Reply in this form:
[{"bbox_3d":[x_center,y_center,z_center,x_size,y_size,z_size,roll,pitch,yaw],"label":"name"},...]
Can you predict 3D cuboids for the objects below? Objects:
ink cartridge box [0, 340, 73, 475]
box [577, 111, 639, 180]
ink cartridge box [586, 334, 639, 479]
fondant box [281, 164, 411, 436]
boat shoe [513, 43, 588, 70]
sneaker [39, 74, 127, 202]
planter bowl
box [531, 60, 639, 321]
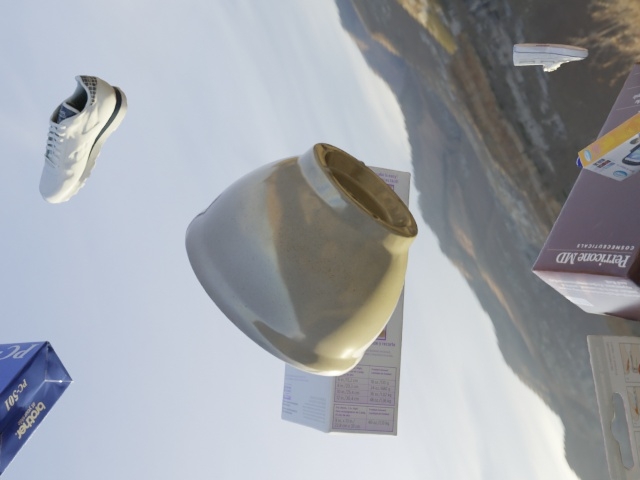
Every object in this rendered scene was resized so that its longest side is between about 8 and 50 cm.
[{"bbox_3d":[-0.300,0.126,0.564,0.097,0.207,0.046,-63,-39,-53],"label":"ink cartridge box"},{"bbox_3d":[0.387,-0.116,0.933,0.081,0.136,0.028,12,-126,-34],"label":"box"},{"bbox_3d":[0.576,0.324,1.293,0.385,0.091,0.308,7,-110,-31],"label":"ink cartridge box"},{"bbox_3d":[0.028,0.086,1.019,0.238,0.096,0.330,152,122,-72],"label":"fondant box"},{"bbox_3d":[0.319,-0.254,1.055,0.035,0.100,0.035,-60,-28,-62],"label":"boat shoe"},{"bbox_3d":[-0.424,-0.172,1.277,0.090,0.235,0.095,36,-169,27],"label":"sneaker"},{"bbox_3d":[0.000,0.000,0.544,0.162,0.109,0.162,35,-157,-17],"label":"planter bowl"},{"bbox_3d":[0.478,-0.082,1.070,0.143,0.381,0.191,32,168,-21],"label":"box"}]
